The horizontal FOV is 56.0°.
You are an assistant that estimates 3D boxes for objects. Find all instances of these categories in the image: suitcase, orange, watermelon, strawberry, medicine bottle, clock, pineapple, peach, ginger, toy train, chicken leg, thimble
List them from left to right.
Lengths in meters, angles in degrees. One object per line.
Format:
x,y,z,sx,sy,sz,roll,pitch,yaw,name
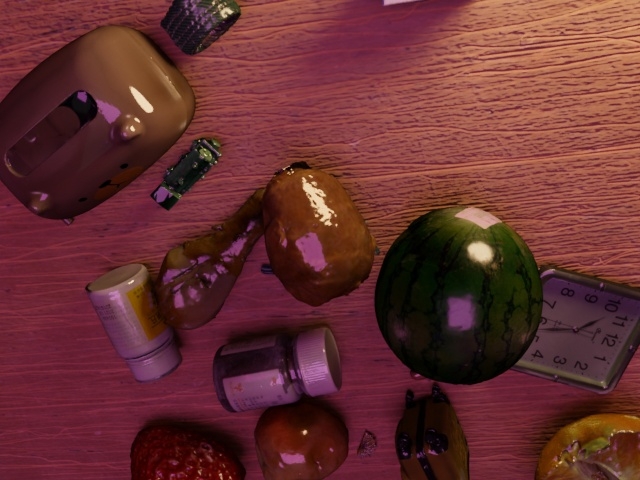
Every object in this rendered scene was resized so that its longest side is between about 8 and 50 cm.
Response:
-0.428,0.195,1.408,0.143,0.143,0.258,-13,111,11,medicine bottle
-0.352,0.634,1.516,0.310,0.291,0.291,20,113,-10,strawberry
-0.278,-0.145,1.267,0.170,0.111,0.071,-41,108,20,toy train
-0.224,-0.424,1.139,0.135,0.118,0.090,-33,102,34,thimble
-0.214,0.038,1.333,0.201,0.152,0.429,39,104,-24,chicken leg
-0.099,0.302,1.407,0.273,0.165,0.165,-12,111,11,medicine bottle
-0.042,0.502,1.479,0.236,0.214,0.214,-3,114,-12,peach
-0.003,0.002,1.186,0.223,0.200,0.269,33,144,25,ginger
0.124,0.533,1.561,0.045,0.019,0.083,20,111,1,pineapple
0.264,0.499,1.440,0.143,0.194,0.234,-17,110,21,suitcase
0.270,0.115,1.198,0.363,0.363,0.363,2,113,5,watermelon
0.574,0.201,1.358,0.279,0.049,0.273,15,114,-1,clock
0.658,0.529,1.411,0.263,0.196,0.334,33,117,-24,orange

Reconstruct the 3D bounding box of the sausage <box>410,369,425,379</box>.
0.303,0.291,1.427,0.186,0.043,0.043,-20,109,13,sausage

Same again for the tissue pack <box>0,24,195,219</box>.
-0.452,-0.221,1.165,0.387,0.277,0.267,-32,103,16,tissue pack

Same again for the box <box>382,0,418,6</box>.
0.203,-0.466,1.064,0.194,0.139,0.073,-5,112,8,box

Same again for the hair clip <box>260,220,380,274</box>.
-0.007,0.040,1.352,0.275,0.048,0.083,-21,113,15,hair clip

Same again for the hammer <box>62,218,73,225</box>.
-0.555,-0.081,1.372,0.110,0.019,0.035,-41,104,17,hammer
